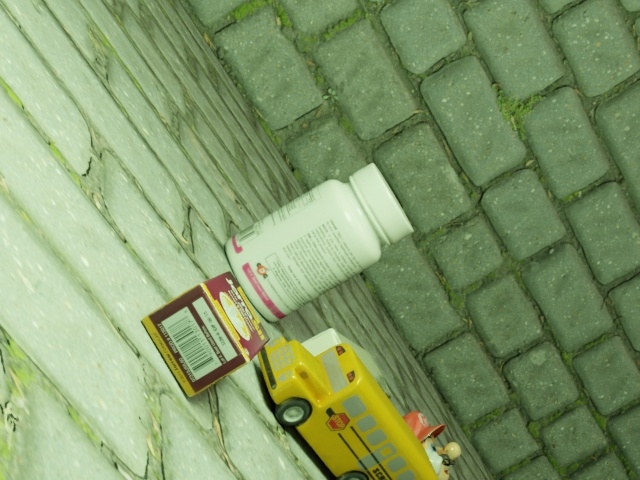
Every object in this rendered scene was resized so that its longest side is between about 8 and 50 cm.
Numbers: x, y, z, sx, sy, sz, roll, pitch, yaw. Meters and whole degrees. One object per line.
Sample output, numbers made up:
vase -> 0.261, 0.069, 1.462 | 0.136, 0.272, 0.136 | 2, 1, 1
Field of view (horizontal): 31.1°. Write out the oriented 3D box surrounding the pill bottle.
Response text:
pill bottle -> 0.000, 0.000, 1.901 | 0.160, 0.283, 0.160 | 58, 7, -11

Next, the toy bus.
toy bus -> 0.040, 0.265, 1.677 | 0.333, 0.130, 0.108 | 55, 7, -34

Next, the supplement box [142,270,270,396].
supplement box -> -0.127, 0.104, 1.332 | 0.104, 0.080, 0.188 | 59, 6, 0

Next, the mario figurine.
mario figurine -> 0.232, 0.459, 2.089 | 0.321, 0.170, 0.198 | 69, -26, 15

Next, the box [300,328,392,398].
box -> 0.025, 0.225, 1.859 | 0.094, 0.113, 0.275 | 63, 8, 18
